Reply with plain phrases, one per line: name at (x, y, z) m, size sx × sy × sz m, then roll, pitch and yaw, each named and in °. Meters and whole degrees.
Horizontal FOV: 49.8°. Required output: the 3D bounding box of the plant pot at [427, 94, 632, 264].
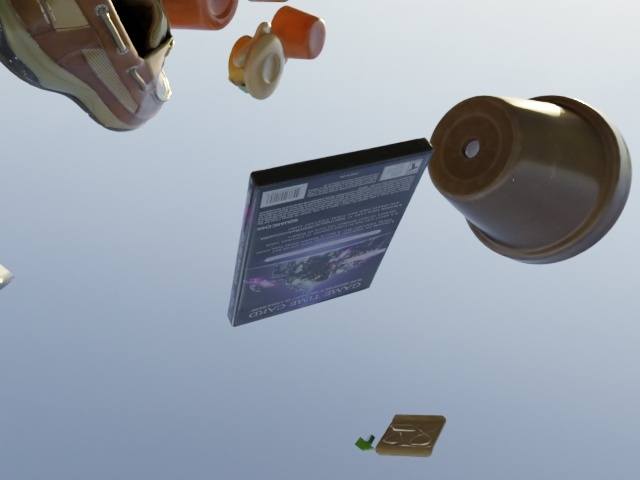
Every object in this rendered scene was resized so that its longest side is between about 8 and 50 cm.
plant pot at (0.277, -0.108, 1.004) m, size 0.229 × 0.262 × 0.263 m, roll 13°, pitch -165°, yaw -43°

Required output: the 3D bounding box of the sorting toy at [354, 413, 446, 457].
sorting toy at (0.077, 0.193, 0.677) m, size 0.083 × 0.012 × 0.062 m, roll -6°, pitch -163°, yaw 26°

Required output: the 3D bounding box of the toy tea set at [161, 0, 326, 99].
toy tea set at (-0.113, -0.302, 0.878) m, size 0.124 × 0.336 × 0.199 m, roll 20°, pitch -103°, yaw 24°

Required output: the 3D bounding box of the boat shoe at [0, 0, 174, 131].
boat shoe at (-0.202, -0.192, 0.684) m, size 0.120 × 0.122 × 0.324 m, roll -25°, pitch 180°, yaw 5°

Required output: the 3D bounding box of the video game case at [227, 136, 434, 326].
video game case at (0.000, 0.000, 0.781) m, size 0.196 × 0.274 × 0.026 m, roll -14°, pitch -120°, yaw -22°

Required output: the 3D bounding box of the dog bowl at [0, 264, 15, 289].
dog bowl at (-0.800, 0.129, 1.293) m, size 0.408 × 0.150 × 0.408 m, roll -32°, pitch -171°, yaw 6°
